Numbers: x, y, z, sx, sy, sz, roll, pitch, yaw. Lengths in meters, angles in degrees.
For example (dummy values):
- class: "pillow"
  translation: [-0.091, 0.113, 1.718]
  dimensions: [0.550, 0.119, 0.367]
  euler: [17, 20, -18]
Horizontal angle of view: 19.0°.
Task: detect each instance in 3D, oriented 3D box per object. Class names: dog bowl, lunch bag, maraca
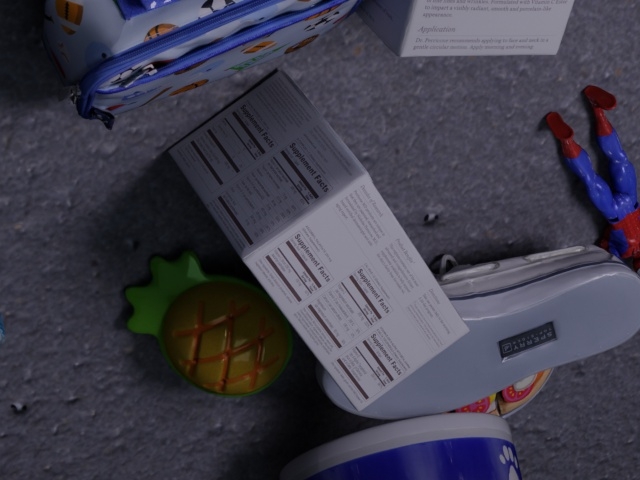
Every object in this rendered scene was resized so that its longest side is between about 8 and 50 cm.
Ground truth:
- class: "dog bowl"
  translation: [0.092, 0.281, 2.127]
  dimensions: [0.265, 0.104, 0.265]
  euler: [-11, 160, -4]
- class: "lunch bag"
  translation: [-0.101, -0.203, 1.671]
  dimensions: [0.303, 0.243, 0.115]
  euler: [-25, 89, -12]
- class: "maraca"
  translation: [-0.114, 0.088, 1.979]
  dimensions: [0.186, 0.099, 0.127]
  euler: [37, 98, -16]

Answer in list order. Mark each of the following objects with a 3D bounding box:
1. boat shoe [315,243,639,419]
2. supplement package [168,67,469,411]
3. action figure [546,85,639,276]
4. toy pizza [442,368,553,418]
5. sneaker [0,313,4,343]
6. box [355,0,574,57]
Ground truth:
- class: "boat shoe"
  translation: [0.160, 0.077, 2.088]
  dimensions: [0.367, 0.156, 0.136]
  euler: [-19, 118, -7]
- class: "supplement package"
  translation: [0.000, 0.000, 1.904]
  dimensions: [0.145, 0.204, 0.262]
  euler: [-35, 133, -1]
- class: "action figure"
  translation: [0.348, -0.030, 2.143]
  dimensions: [0.091, 0.139, 0.280]
  euler: [-34, 135, -3]
- class: "toy pizza"
  translation: [0.191, 0.132, 2.207]
  dimensions: [0.201, 0.032, 0.201]
  euler: [-9, 117, -18]
- class: "sneaker"
  translation: [-0.380, 0.028, 1.789]
  dimensions: [0.092, 0.087, 0.228]
  euler: [-35, 127, 6]
- class: "box"
  translation: [0.122, -0.265, 1.800]
  dimensions: [0.181, 0.182, 0.119]
  euler: [-3, 126, -28]
